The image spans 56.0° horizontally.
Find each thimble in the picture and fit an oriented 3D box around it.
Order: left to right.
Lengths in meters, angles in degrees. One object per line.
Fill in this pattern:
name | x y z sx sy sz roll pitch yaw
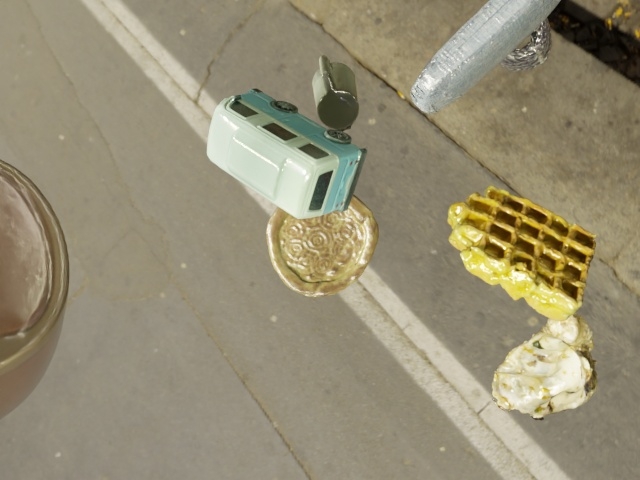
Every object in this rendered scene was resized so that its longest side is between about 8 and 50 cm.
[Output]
thimble | 0.329 -0.337 0.994 0.095 0.066 0.104 -20 78 29

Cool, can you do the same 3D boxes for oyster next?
oyster | 0.422 0.241 1.149 0.166 0.094 0.294 51 144 5

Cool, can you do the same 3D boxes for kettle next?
kettle | 0.035 -0.316 1.270 0.098 0.148 0.127 9 125 -8

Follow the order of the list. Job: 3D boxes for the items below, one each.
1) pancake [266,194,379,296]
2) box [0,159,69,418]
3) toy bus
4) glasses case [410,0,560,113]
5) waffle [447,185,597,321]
pancake | 0.000 0.000 1.330 0.250 0.031 0.250 0 97 -2
box | -0.413 0.073 0.614 0.301 0.301 0.216 60 146 23
toy bus | -0.077 -0.153 1.048 0.271 0.164 0.133 34 124 25
glasses case | 0.246 -0.294 0.871 0.282 0.109 0.067 -41 73 12
waffle | 0.277 0.006 0.864 0.210 0.055 0.160 28 49 6
